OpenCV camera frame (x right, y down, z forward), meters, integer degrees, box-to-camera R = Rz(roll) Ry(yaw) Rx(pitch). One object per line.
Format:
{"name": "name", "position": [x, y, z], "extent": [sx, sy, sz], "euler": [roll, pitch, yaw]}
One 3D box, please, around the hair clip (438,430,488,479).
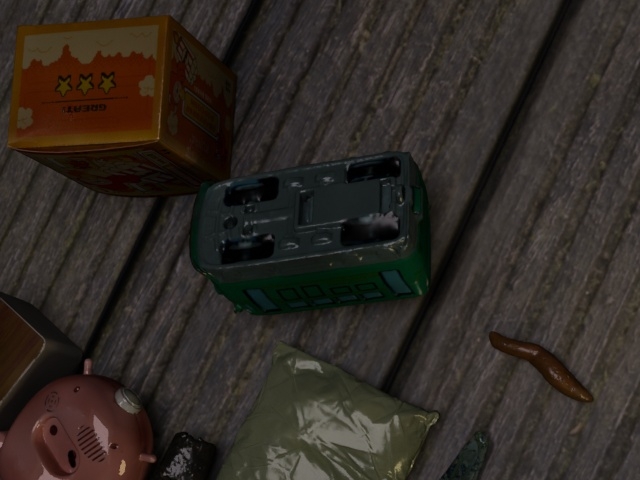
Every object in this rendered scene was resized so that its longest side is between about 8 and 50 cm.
{"name": "hair clip", "position": [0.181, 0.375, 1.883], "extent": [0.066, 0.036, 0.229], "euler": [31, 95, 26]}

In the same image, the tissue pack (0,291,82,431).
{"name": "tissue pack", "position": [-0.528, 0.223, 2.096], "extent": [0.159, 0.136, 0.246], "euler": [38, 90, 22]}

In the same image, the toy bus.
{"name": "toy bus", "position": [0.000, 0.000, 1.938], "extent": [0.344, 0.199, 0.183], "euler": [-7, 56, 17]}

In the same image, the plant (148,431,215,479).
{"name": "plant", "position": [-0.214, 0.363, 1.983], "extent": [0.094, 0.092, 0.143], "euler": [20, 79, -9]}

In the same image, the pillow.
{"name": "pillow", "position": [-0.003, 0.325, 1.934], "extent": [0.274, 0.076, 0.280], "euler": [24, 86, 19]}

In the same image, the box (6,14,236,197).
{"name": "box", "position": [-0.303, -0.201, 2.040], "extent": [0.260, 0.283, 0.213], "euler": [1, 79, 18]}

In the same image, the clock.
{"name": "clock", "position": [-0.368, 0.314, 1.997], "extent": [0.241, 0.142, 0.227], "euler": [-44, 69, 18]}

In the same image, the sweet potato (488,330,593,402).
{"name": "sweet potato", "position": [0.318, 0.176, 1.885], "extent": [0.179, 0.044, 0.044], "euler": [35, 90, 20]}
